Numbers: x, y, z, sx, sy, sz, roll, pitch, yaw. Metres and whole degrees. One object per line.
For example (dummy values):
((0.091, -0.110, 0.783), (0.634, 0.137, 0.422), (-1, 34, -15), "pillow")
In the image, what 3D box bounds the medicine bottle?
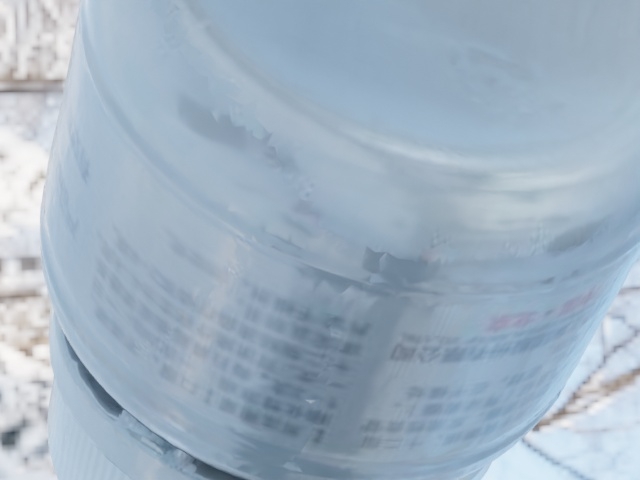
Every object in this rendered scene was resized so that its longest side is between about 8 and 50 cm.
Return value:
((0.000, 0.000, 0.762), (0.306, 0.245, 0.245), (111, -30, -45), "medicine bottle")
